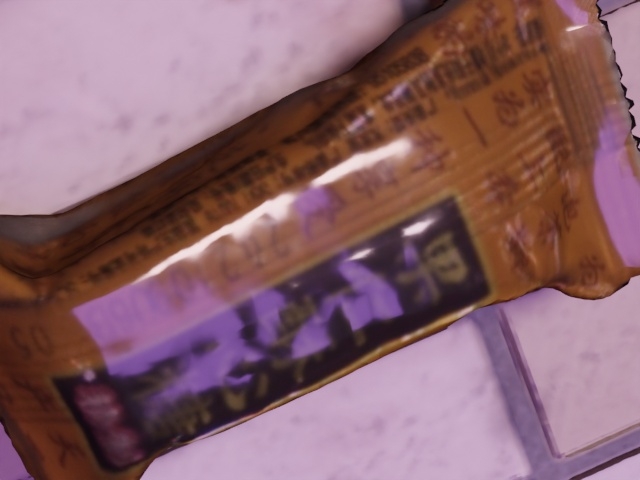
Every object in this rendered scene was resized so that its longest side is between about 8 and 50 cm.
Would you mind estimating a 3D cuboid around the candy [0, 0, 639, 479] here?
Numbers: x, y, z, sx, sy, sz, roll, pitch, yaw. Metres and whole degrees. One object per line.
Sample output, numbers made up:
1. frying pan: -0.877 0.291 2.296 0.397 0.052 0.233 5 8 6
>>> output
1. candy: 0.000 0.000 0.553 0.271 0.101 0.143 -26 110 -8
